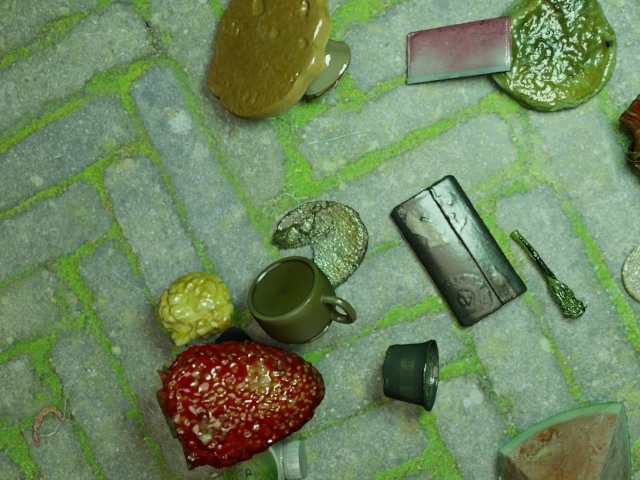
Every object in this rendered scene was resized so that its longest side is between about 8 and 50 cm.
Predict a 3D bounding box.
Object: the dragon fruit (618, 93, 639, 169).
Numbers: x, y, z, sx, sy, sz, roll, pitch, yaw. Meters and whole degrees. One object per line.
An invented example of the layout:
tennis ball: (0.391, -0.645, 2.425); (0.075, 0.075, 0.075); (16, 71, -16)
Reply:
dragon fruit: (0.769, -0.195, 1.229); (0.250, 0.250, 0.315); (-33, 80, 9)

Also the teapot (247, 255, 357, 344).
teapot: (-0.037, 0.154, 1.392); (0.268, 0.175, 0.185); (2, 54, 34)

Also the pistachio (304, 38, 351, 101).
pistachio: (0.007, -0.388, 1.400); (0.113, 0.113, 0.149); (28, 97, 7)

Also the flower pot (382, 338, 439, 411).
flower pot: (0.199, 0.297, 1.376); (0.107, 0.157, 0.157); (0, 92, 20)

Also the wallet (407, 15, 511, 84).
wallet: (0.300, -0.416, 1.354); (0.232, 0.025, 0.119); (1, 93, 30)

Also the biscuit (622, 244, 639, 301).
biscuit: (0.735, 0.072, 1.343); (0.152, 0.020, 0.152); (0, 91, 10)

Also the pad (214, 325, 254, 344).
pad: (-0.244, 0.352, 1.515); (0.267, 0.004, 0.181); (-43, 85, 7)

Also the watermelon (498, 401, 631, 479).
watermelon: (0.521, 0.467, 1.288); (0.283, 0.292, 0.250); (-4, 62, 10)

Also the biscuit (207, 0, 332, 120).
biscuit: (-0.115, -0.444, 1.392); (0.312, 0.057, 0.351); (10, 89, 32)

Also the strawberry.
strawberry: (-0.177, 0.333, 1.363); (0.344, 0.292, 0.292); (-25, 88, 3)

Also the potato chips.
potato chips: (0.001, 0.000, 1.456); (0.220, 0.029, 0.202); (23, 95, 5)

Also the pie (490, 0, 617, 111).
pie: (0.501, -0.411, 1.335); (0.277, 0.078, 0.276); (1, 93, 11)

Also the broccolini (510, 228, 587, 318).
broccolini: (0.502, 0.076, 1.371); (0.239, 0.051, 0.054); (52, 143, 5)

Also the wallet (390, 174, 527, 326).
wallet: (0.310, 0.023, 1.396); (0.170, 0.044, 0.321); (-33, 86, 10)

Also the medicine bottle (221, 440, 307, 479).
medicine bottle: (-0.132, 0.528, 1.461); (0.189, 0.088, 0.132); (-9, 90, 10)

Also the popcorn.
popcorn: (-0.290, 0.159, 1.433); (0.180, 0.180, 0.170); (-1, 108, 9)
